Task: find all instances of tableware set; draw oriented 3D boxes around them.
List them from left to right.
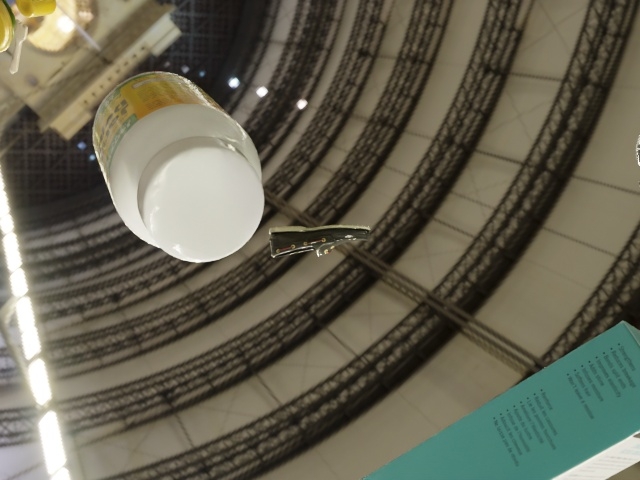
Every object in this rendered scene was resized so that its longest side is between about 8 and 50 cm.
[{"bbox_3d":[-0.255,-0.202,0.607,0.024,0.154,0.104,-45,170,-50],"label":"tableware set"}]

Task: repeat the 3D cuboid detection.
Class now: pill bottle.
[{"bbox_3d":[-0.115,-0.061,0.684,0.117,0.117,0.208,-42,-150,0],"label":"pill bottle"}]

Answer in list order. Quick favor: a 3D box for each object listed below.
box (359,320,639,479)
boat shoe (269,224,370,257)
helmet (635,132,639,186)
[{"bbox_3d":[0.116,0.146,0.545,0.244,0.100,0.060,-37,-121,20],"label":"box"},{"bbox_3d":[0.000,0.000,1.105,0.133,0.042,0.049,-4,172,-1],"label":"boat shoe"},{"bbox_3d":[0.290,-0.046,0.533,0.169,0.169,0.161,-9,-151,48],"label":"helmet"}]
